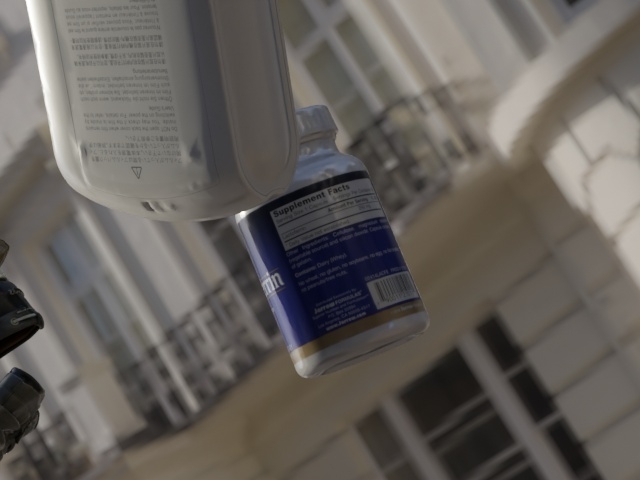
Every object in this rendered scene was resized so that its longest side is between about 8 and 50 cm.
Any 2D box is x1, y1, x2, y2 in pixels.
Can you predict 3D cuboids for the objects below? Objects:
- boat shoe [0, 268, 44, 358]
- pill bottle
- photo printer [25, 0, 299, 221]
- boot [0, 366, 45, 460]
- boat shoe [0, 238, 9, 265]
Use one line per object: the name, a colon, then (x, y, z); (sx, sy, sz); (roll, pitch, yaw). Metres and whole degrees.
boat shoe: (-0.363, 0.133, 1.849); (0.233, 0.079, 0.084); (-45, -6, -3)
pill bottle: (0.000, 0.000, 2.066); (0.153, 0.264, 0.153); (-22, -8, -3)
photo printer: (-0.146, -0.168, 1.769); (0.256, 0.307, 0.107); (2, 18, 39)
boot: (-0.298, 0.166, 1.651); (0.161, 0.083, 0.246); (-52, -1, -21)
boat shoe: (-0.235, 0.043, 1.068); (0.153, 0.048, 0.056); (-44, 12, 17)
